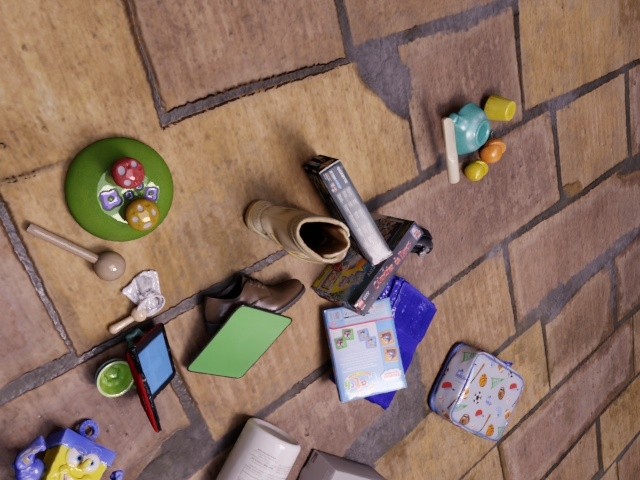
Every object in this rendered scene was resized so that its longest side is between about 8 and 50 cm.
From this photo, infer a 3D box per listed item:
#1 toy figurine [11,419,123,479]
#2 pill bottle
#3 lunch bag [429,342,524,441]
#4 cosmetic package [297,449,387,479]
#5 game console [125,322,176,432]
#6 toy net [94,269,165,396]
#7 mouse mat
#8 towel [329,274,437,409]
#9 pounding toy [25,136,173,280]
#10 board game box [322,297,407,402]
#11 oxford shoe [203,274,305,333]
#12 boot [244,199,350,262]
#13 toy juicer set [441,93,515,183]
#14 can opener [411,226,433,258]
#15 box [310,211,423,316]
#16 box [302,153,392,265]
[{"bbox_3d":[-0.470,0.398,0.924,0.362,0.191,0.217,42,44,-28],"label":"toy figurine"},{"bbox_3d":[-0.150,0.509,1.154,0.131,0.131,0.229,35,79,-36],"label":"pill bottle"},{"bbox_3d":[0.469,0.444,1.610,0.303,0.115,0.243,34,78,-36],"label":"lunch bag"},{"bbox_3d":[0.058,0.618,1.350,0.238,0.107,0.127,31,84,-40],"label":"cosmetic package"},{"bbox_3d":[-0.290,0.245,0.983,0.085,0.124,0.143,-22,127,-26],"label":"game console"},{"bbox_3d":[-0.327,0.172,1.003,0.122,0.045,0.232,20,88,-37],"label":"toy net"},{"bbox_3d":[-0.160,0.208,1.096,0.189,0.007,0.153,-50,138,14],"label":"mouse mat"},{"bbox_3d":[0.172,0.257,1.369,0.228,0.076,0.308,35,79,-35],"label":"towel"},{"bbox_3d":[-0.333,-0.057,0.906,0.183,0.110,0.236,41,75,-35],"label":"pounding toy"},{"bbox_3d":[0.101,0.251,1.264,0.160,0.039,0.211,-10,85,-12],"label":"board game box"},{"bbox_3d":[-0.129,0.111,1.112,0.227,0.083,0.096,-17,108,-33],"label":"oxford shoe"},{"bbox_3d":[0.000,0.000,1.104,0.262,0.204,0.095,28,83,-38],"label":"boot"},{"bbox_3d":[0.376,-0.250,1.408,0.329,0.090,0.209,-25,127,-39],"label":"toy juicer set"},{"bbox_3d":[0.210,0.006,1.364,0.186,0.073,0.059,3,137,-34],"label":"can opener"},{"bbox_3d":[0.102,0.045,1.218,0.233,0.159,0.044,-52,125,-15],"label":"box"},{"bbox_3d":[0.051,-0.067,1.119,0.051,0.175,0.220,-32,106,-4],"label":"box"}]
